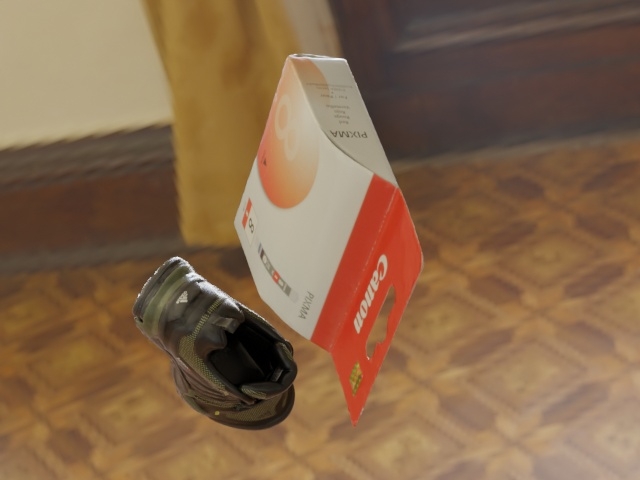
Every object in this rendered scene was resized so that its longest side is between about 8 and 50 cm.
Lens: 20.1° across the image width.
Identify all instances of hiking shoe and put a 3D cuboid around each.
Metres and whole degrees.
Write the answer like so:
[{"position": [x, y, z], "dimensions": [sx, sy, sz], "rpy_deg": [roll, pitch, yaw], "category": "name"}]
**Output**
[{"position": [-0.065, 0.108, 1.448], "dimensions": [0.114, 0.227, 0.086], "rpy_deg": [32, 79, 36], "category": "hiking shoe"}]

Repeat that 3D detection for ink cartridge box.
[{"position": [0.000, 0.000, 1.077], "dimensions": [0.045, 0.145, 0.179], "rpy_deg": [3, 43, -20], "category": "ink cartridge box"}]
